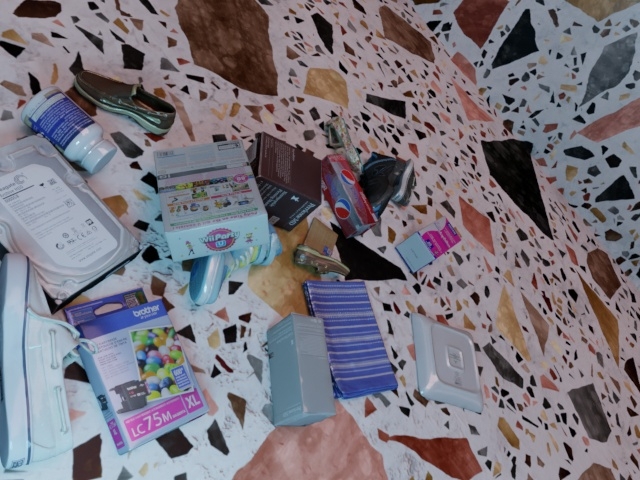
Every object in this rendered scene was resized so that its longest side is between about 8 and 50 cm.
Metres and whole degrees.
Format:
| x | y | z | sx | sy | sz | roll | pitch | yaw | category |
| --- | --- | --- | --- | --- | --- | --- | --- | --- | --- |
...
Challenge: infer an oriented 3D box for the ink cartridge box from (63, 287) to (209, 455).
| x | y | z | sx | sy | sz | roll | pitch | yaw | category |
| --- | --- | --- | --- | --- | --- | --- | --- | --- | --- |
| -0.370 | 0.243 | 1.087 | 0.185 | 0.065 | 0.311 | -15 | 71 | -46 | ink cartridge box |

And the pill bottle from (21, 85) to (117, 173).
| x | y | z | sx | sy | sz | roll | pitch | yaw | category |
| --- | --- | --- | --- | --- | --- | --- | --- | --- | --- |
| -0.561 | -0.244 | 1.217 | 0.186 | 0.112 | 0.112 | 43 | 42 | -9 | pill bottle |

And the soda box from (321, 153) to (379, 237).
| x | y | z | sx | sy | sz | roll | pitch | yaw | category |
| --- | --- | --- | --- | --- | --- | --- | --- | --- | --- |
| 0.077 | -0.144 | 1.726 | 0.083 | 0.092 | 0.263 | -12 | 71 | -45 | soda box |

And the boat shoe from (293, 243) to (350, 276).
| x | y | z | sx | sy | sz | roll | pitch | yaw | category |
| --- | --- | --- | --- | --- | --- | --- | --- | --- | --- |
| 0.001 | 0.068 | 1.541 | 0.178 | 0.064 | 0.060 | 25 | 82 | -22 | boat shoe |

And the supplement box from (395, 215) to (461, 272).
| x | y | z | sx | sy | sz | roll | pitch | yaw | category |
| --- | --- | --- | --- | --- | --- | --- | --- | --- | --- |
| 0.377 | 0.011 | 1.870 | 0.220 | 0.114 | 0.111 | -27 | 80 | -50 | supplement box |

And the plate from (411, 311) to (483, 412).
| x | y | z | sx | sy | sz | roll | pitch | yaw | category |
| --- | --- | --- | --- | --- | --- | --- | --- | --- | --- |
| 0.410 | 0.377 | 1.692 | 0.277 | 0.045 | 0.278 | 23 | 49 | -29 | plate |

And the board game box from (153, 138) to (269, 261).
| x | y | z | sx | sy | sz | roll | pitch | yaw | category |
| --- | --- | --- | --- | --- | --- | --- | --- | --- | --- |
| -0.261 | -0.106 | 1.270 | 0.224 | 0.097 | 0.303 | -11 | 45 | -12 | board game box |

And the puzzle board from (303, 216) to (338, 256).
| x | y | z | sx | sy | sz | roll | pitch | yaw | category |
| --- | --- | --- | --- | --- | --- | --- | --- | --- | --- |
| 0.000 | 0.000 | 1.619 | 0.096 | 0.011 | 0.128 | 37 | 44 | -17 | puzzle board |

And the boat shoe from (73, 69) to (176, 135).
| x | y | z | sx | sy | sz | roll | pitch | yaw | category |
| --- | --- | --- | --- | --- | --- | --- | --- | --- | --- |
| -0.491 | -0.373 | 1.381 | 0.257 | 0.095 | 0.095 | 24 | 48 | -28 | boat shoe |

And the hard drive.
| x | y | z | sx | sy | sz | roll | pitch | yaw | category |
| --- | --- | --- | --- | --- | --- | --- | --- | --- | --- |
| -0.567 | -0.045 | 1.111 | 0.339 | 0.064 | 0.237 | 49 | 41 | -2 | hard drive |

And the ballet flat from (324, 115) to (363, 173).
| x | y | z | sx | sy | sz | roll | pitch | yaw | category |
| --- | --- | --- | --- | --- | --- | --- | --- | --- | --- |
| 0.074 | -0.328 | 1.878 | 0.077 | 0.091 | 0.241 | -13 | 64 | -14 | ballet flat |

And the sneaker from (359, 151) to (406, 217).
| x | y | z | sx | sy | sz | roll | pitch | yaw | category |
| --- | --- | --- | --- | --- | --- | --- | --- | --- | --- |
| 0.188 | -0.190 | 1.861 | 0.139 | 0.125 | 0.341 | 28 | 40 | 2 | sneaker |

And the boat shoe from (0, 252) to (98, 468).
| x | y | z | sx | sy | sz | roll | pitch | yaw | category |
| --- | --- | --- | --- | --- | --- | --- | --- | --- | --- |
| -0.484 | 0.197 | 0.960 | 0.156 | 0.136 | 0.367 | 2 | 64 | -40 | boat shoe |

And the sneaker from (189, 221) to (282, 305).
| x | y | z | sx | sy | sz | roll | pitch | yaw | category |
| --- | --- | --- | --- | --- | --- | --- | --- | --- | --- |
| -0.195 | 0.042 | 1.332 | 0.208 | 0.127 | 0.319 | 26 | 48 | -24 | sneaker |

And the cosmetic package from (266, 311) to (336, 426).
| x | y | z | sx | sy | sz | roll | pitch | yaw | category |
| --- | --- | --- | --- | --- | --- | --- | --- | --- | --- |
| -0.049 | 0.308 | 1.274 | 0.107 | 0.127 | 0.238 | 17 | 50 | -33 | cosmetic package |

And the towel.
| x | y | z | sx | sy | sz | roll | pitch | yaw | category |
| --- | --- | --- | --- | --- | --- | --- | --- | --- | --- |
| 0.087 | 0.263 | 1.491 | 0.243 | 0.040 | 0.336 | 5 | 59 | -40 | towel |

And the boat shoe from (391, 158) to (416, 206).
| x | y | z | sx | sy | sz | roll | pitch | yaw | category |
| --- | --- | --- | --- | --- | --- | --- | --- | --- | --- |
| 0.319 | -0.214 | 2.007 | 0.070 | 0.078 | 0.219 | 35 | 52 | -17 | boat shoe |

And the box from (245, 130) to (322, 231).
| x | y | z | sx | sy | sz | roll | pitch | yaw | category |
| --- | --- | --- | --- | --- | --- | --- | --- | --- | --- |
| -0.123 | -0.160 | 1.503 | 0.203 | 0.168 | 0.167 | 22 | 49 | -29 | box |
